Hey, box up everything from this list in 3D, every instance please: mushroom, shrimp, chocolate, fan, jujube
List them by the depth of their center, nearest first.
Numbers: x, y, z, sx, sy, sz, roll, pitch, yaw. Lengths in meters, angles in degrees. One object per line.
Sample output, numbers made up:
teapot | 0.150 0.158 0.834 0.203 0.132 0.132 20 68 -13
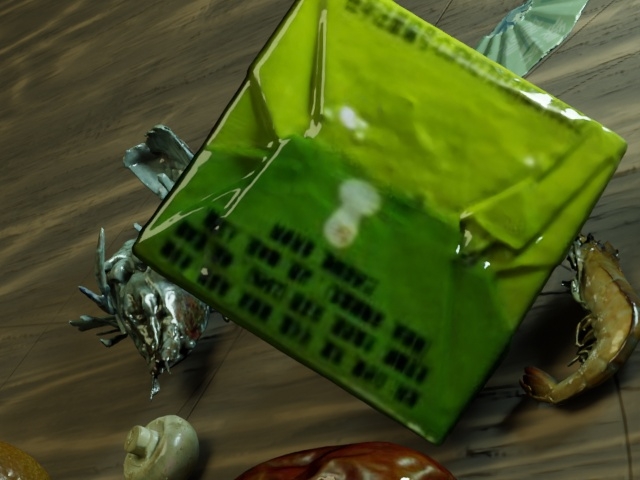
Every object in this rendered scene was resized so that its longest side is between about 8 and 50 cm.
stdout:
jujube | 0.003 0.246 1.448 0.243 0.183 0.183 -18 38 35
shrimp | 0.202 0.068 1.529 0.124 0.034 0.178 -48 27 18
chocolate | 0.050 -0.025 1.578 0.289 0.301 0.137 -57 -7 -5
mushroom | -0.157 0.208 1.860 0.083 0.067 0.084 -37 34 31
fan | 0.205 -0.207 1.932 0.240 0.009 0.131 -42 28 13
shrimp | -0.172 0.013 2.071 0.221 0.166 0.410 -40 15 23

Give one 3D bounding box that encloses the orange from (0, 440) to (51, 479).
orange | -0.377 0.309 1.869 0.264 0.264 0.264 -37 28 23
